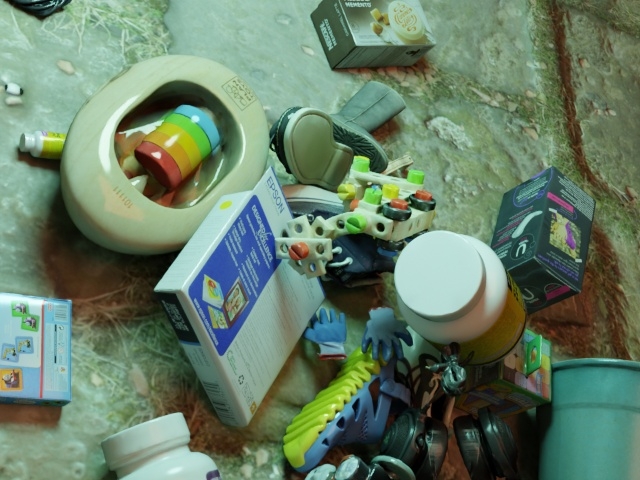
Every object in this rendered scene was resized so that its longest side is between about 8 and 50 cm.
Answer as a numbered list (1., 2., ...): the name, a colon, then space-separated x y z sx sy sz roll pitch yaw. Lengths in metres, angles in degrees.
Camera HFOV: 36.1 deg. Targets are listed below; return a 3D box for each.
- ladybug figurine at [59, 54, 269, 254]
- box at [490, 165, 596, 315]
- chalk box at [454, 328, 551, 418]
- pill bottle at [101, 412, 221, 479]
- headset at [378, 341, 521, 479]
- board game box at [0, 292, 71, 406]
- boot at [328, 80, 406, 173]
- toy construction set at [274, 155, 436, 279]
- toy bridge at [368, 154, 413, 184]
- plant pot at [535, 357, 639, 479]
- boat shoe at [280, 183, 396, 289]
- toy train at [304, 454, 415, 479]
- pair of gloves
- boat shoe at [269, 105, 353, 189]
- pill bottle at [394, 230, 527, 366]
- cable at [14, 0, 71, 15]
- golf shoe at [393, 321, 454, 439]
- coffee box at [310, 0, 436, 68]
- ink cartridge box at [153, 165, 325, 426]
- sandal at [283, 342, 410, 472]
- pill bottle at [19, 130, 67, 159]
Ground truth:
1. ladybug figurine: -0.261 -0.138 1.645 0.305 0.162 0.449 49 49 -7
2. box: 0.474 0.002 2.117 0.143 0.165 0.270 36 51 -18
3. chalk box: 0.354 0.244 1.871 0.132 0.213 0.132 27 55 -25
4. pill bottle: -0.208 0.409 1.400 0.169 0.169 0.301 -11 74 -40
5. headset: 0.213 0.355 1.615 0.243 0.394 0.185 -1 21 1
6. board game box: -0.468 0.154 1.423 0.211 0.039 0.160 11 61 -33
7. boot: 0.111 -0.236 2.017 0.189 0.076 0.208 42 41 14
8. toy construction set: 0.073 -0.047 1.668 0.215 0.151 0.328 20 34 25
9. toy bridge: 0.130 -0.138 2.003 0.188 0.063 0.026 -29 86 -42
10. plant pot: 0.554 0.441 1.867 0.341 0.341 0.334 25 63 -24
11. boat shoe: 0.000 0.000 1.789 0.340 0.127 0.158 3 58 -36
12. toy train: 0.115 0.472 1.574 0.334 0.190 0.142 46 49 -19
13. pair of gloves: 0.060 0.166 1.739 0.198 0.023 0.159 -3 28 -4
14. boat shoe: -0.036 -0.178 1.777 0.113 0.127 0.340 27 4 18
15. pill bottle: 0.238 0.098 1.679 0.334 0.188 0.188 40 37 -64
16. cable: -0.507 -0.477 1.715 0.150 0.047 0.184 -6 72 -38
17. golf shoe: 0.203 0.264 1.815 0.105 0.120 0.273 17 57 -28
18. coffee box: 0.117 -0.460 2.135 0.246 0.098 0.141 -10 73 -40
19. ink cartridge box: -0.121 0.087 1.601 0.307 0.072 0.303 -60 140 -42
20. sandal: 0.061 0.298 1.693 0.317 0.126 0.138 -40 98 -41
21. pill bottle: -0.444 -0.155 1.597 0.083 0.043 0.043 4 65 -36
